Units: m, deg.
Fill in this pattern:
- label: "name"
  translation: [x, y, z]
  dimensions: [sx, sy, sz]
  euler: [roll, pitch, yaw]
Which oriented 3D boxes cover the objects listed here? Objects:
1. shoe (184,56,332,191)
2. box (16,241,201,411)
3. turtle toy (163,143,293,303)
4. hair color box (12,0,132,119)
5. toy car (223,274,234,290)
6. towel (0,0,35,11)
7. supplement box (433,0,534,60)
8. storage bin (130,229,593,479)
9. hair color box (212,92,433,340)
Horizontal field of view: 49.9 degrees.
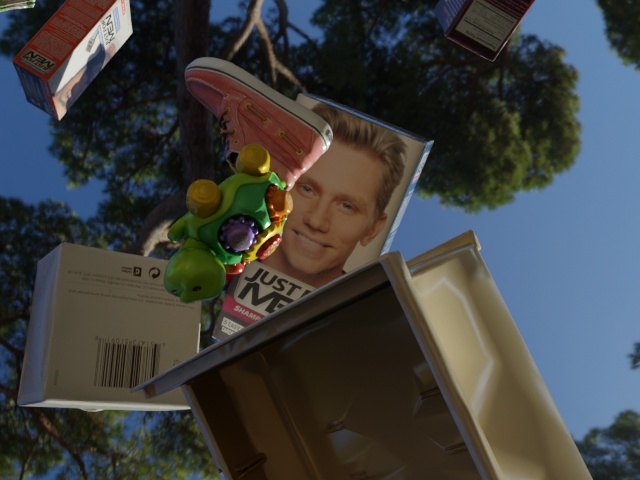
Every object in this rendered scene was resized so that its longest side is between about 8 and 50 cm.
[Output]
- label: "shoe"
  translation: [-0.082, -0.117, 0.693]
  dimensions: [0.178, 0.063, 0.081]
  euler: [30, -116, 15]
- label: "box"
  translation: [-0.250, 0.112, 0.833]
  dimensions: [0.181, 0.119, 0.181]
  euler: [12, -110, -34]
- label: "turtle toy"
  translation: [-0.070, -0.006, 0.522]
  dimensions: [0.066, 0.095, 0.130]
  euler: [44, -117, 9]
- label: "hair color box"
  translation: [-0.305, -0.245, 0.864]
  dimensions: [0.053, 0.093, 0.167]
  euler: [31, -113, 0]
- label: "toy car"
  translation: [-0.081, 0.074, 1.079]
  dimensions: [0.239, 0.225, 0.053]
  euler: [-17, -135, -35]
- label: "towel"
  translation: [-0.518, -0.388, 1.027]
  dimensions: [0.152, 0.023, 0.113]
  euler: [-18, -95, -20]
- label: "supplement box"
  translation: [0.236, -0.346, 0.895]
  dimensions: [0.081, 0.188, 0.104]
  euler: [22, -149, -17]
- label: "storage bin"
  translation: [0.030, 0.166, 0.445]
  dimensions: [0.123, 0.260, 0.262]
  euler: [-17, -101, -54]
- label: "hair color box"
  translation: [0.000, 0.000, 0.906]
  dimensions: [0.174, 0.347, 0.105]
  euler: [23, -165, 10]
